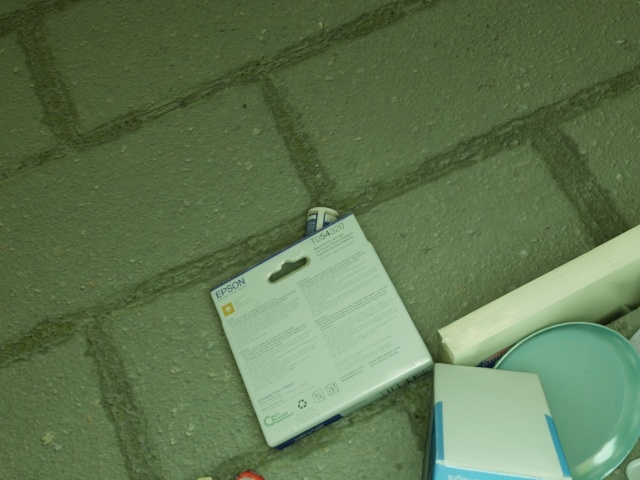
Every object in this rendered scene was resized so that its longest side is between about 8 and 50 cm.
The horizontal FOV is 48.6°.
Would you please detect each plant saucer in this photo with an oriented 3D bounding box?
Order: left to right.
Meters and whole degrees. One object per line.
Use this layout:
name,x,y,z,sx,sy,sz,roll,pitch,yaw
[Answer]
plant saucer,0.396,0.280,1.184,0.317,0.044,0.318,-3,104,-12

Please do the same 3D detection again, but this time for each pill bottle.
pill bottle,0.000,0.000,1.406,0.067,0.067,0.120,4,68,7

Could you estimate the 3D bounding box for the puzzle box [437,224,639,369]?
puzzle box,0.386,0.130,1.204,0.409,0.272,0.052,-26,60,-6

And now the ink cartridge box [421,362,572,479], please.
ink cartridge box,0.222,0.417,1.003,0.166,0.285,0.395,5,106,7

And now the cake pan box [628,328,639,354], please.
cake pan box,0.701,0.183,1.221,0.267,0.070,0.245,-42,49,-12

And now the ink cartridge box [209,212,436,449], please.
ink cartridge box,-0.004,0.162,1.308,0.324,0.071,0.330,-28,61,5

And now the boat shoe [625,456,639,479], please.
boat shoe,0.586,0.370,1.183,0.183,0.083,0.065,-1,105,-4

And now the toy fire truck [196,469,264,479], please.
toy fire truck,-0.192,0.464,1.243,0.135,0.047,0.192,39,75,20
